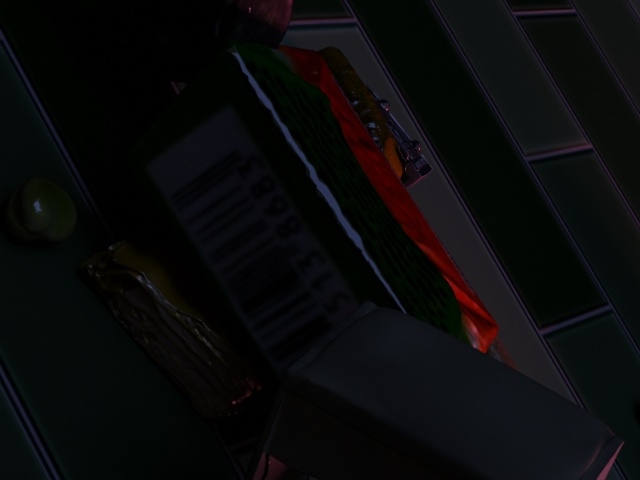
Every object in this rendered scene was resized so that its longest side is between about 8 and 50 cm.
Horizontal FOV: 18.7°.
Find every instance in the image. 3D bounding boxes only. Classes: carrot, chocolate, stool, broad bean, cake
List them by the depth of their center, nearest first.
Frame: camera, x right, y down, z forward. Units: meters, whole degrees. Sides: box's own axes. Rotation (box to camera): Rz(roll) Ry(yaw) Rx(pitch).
[{"bbox_3d":[0.069,0.231,1.574,0.243,0.270,0.170,28,27,15],"label":"stool"},{"bbox_3d":[-0.244,-0.026,1.694,0.063,0.045,0.083,59,23,5],"label":"broad bean"},{"bbox_3d":[-0.132,0.069,1.723,0.116,0.079,0.185,8,57,-55],"label":"cake"},{"bbox_3d":[0.000,0.000,1.821,0.360,0.161,0.341,57,13,3],"label":"chocolate"},{"bbox_3d":[0.030,-0.128,2.150,0.082,0.082,0.173,2,51,-54],"label":"carrot"}]

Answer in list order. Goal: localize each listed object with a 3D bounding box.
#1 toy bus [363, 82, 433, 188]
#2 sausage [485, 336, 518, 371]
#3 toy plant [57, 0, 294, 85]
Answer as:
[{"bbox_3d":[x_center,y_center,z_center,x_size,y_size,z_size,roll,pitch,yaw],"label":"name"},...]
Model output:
[{"bbox_3d":[0.071,-0.117,2.220,0.131,0.052,0.037,52,35,0],"label":"toy bus"},{"bbox_3d":[0.204,0.181,2.081,0.066,0.066,0.301,6,48,-52],"label":"sausage"},{"bbox_3d":[-0.146,-0.256,1.936,0.235,0.175,0.218,27,26,30],"label":"toy plant"}]
